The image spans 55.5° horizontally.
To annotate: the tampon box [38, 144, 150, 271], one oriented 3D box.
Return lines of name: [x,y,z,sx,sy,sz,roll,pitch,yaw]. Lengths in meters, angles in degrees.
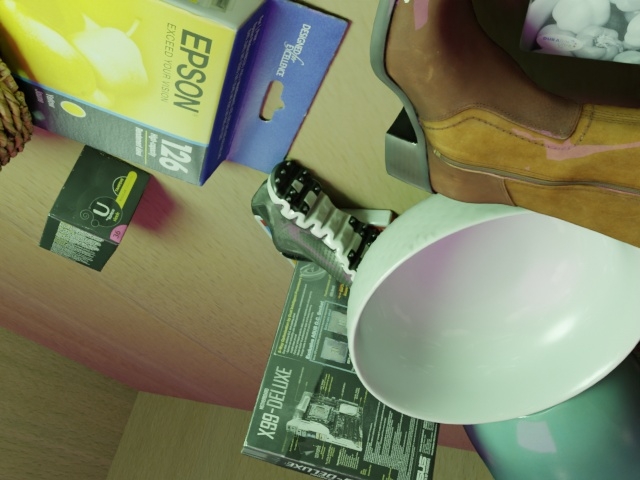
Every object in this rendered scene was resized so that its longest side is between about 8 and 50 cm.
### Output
tampon box: [-0.336,-0.042,0.900,0.101,0.120,0.161,26,153,-20]

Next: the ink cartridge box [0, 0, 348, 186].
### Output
ink cartridge box: [-0.166,-0.162,0.622,0.307,0.072,0.303,21,155,-8]

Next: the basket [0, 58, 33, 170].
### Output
basket: [-0.444,-0.118,0.603,0.213,0.223,0.299,39,158,-4]

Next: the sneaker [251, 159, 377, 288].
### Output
sneaker: [0.000,0.000,0.802,0.234,0.078,0.106,44,141,-17]

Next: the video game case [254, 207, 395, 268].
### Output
video game case: [0.044,0.032,0.950,0.204,0.025,0.285,4,153,23]

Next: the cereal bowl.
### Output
cereal bowl: [0.193,0.060,0.717,0.339,0.141,0.339,-3,129,-4]

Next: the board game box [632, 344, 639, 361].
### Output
board game box: [0.493,0.320,0.961,0.224,0.303,0.097,-7,147,40]

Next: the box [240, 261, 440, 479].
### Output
box: [0.050,0.171,0.840,0.242,0.307,0.076,16,153,-3]

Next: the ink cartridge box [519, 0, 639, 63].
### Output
ink cartridge box: [0.243,-0.187,0.360,0.206,0.045,0.208,11,154,13]

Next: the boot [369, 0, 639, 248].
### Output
boot: [0.179,-0.087,0.424,0.280,0.096,0.264,20,147,20]

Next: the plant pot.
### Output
plant pot: [0.333,0.226,0.900,0.293,0.293,0.235,-6,141,38]
